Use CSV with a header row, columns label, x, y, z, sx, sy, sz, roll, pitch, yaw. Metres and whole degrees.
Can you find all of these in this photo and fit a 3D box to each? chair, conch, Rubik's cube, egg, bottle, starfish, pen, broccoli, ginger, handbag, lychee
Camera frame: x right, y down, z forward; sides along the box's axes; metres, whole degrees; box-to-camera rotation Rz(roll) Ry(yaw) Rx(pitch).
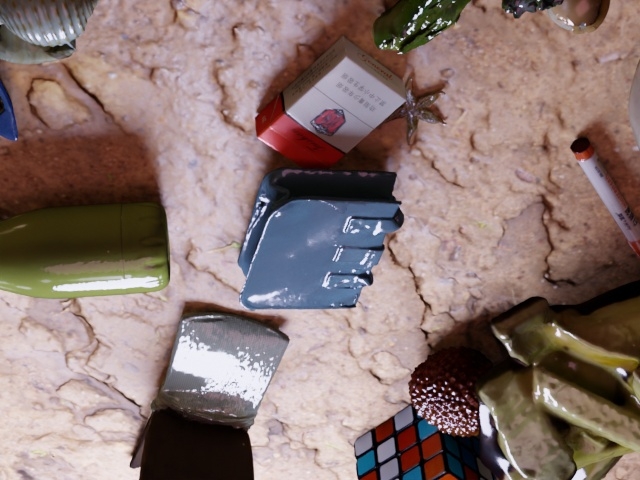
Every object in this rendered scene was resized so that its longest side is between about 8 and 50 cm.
label,x,y,z,sx,sy,sz,roll,pitch,yaw
chair,-0.156,0.268,2.063,0.160,0.186,0.319,16,131,-13
conch,-0.308,-0.244,1.632,0.153,0.102,0.135,11,147,13
Rubik's cube,0.155,0.334,2.174,0.155,0.151,0.154,-35,126,23
egg,0.281,-0.268,1.694,0.071,0.071,0.083,4,116,-10
bottle,-0.312,0.015,1.857,0.260,0.112,0.112,-4,132,-3
starfish,0.105,-0.153,1.818,0.092,0.016,0.086,-21,129,16
pen,0.370,-0.042,1.938,0.028,0.028,0.239,-26,129,17
broccoli,0.133,-0.298,1.609,0.275,0.177,0.198,-22,138,30
ginger,0.379,0.214,1.977,0.358,0.211,0.413,-2,127,-30
handbag,0.000,0.000,1.889,0.179,0.062,0.229,1,145,-14
lychee,0.183,0.200,2.082,0.129,0.123,0.123,9,138,25

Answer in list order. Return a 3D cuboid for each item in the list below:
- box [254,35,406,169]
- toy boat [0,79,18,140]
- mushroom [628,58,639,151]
label,x,y,z,sx,sy,sz,roll,pitch,yaw
box,0.011,-0.151,1.790,0.100,0.048,0.152,34,123,-28
toy boat,-0.398,-0.198,1.700,0.080,0.046,0.229,-26,130,15
mushroom,0.556,-0.186,1.734,0.397,0.224,0.314,-33,142,31
